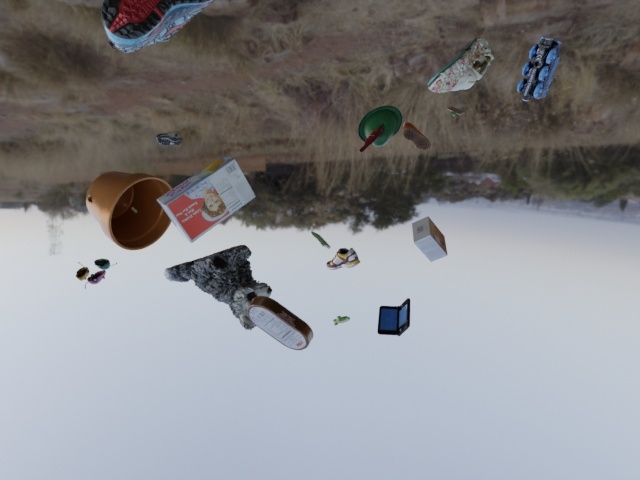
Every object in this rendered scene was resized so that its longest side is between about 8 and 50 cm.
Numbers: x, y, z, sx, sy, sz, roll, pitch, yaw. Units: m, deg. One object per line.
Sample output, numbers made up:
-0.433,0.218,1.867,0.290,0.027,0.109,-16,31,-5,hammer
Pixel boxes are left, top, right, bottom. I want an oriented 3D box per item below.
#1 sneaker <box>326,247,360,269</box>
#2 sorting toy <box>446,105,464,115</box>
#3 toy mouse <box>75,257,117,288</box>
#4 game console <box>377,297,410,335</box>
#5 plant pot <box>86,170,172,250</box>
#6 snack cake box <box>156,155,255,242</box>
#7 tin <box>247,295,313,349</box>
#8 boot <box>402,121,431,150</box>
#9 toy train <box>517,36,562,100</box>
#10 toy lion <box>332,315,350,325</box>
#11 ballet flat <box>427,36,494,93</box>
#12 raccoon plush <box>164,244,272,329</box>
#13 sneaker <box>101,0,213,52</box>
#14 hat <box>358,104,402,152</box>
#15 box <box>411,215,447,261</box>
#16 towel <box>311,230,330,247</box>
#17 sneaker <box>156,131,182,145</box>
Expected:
0.087,0.072,1.725,0.185,0.084,0.069,-12,-166,46,sneaker
0.526,-0.508,1.606,0.062,0.012,0.083,38,-137,22,sorting toy
-0.773,0.110,1.420,0.143,0.031,0.161,-19,-141,-10,toy mouse
0.299,0.306,1.653,0.085,0.124,0.144,21,-135,-8,game console
-0.729,-0.133,1.537,0.203,0.291,0.291,24,-165,22,plant pot
-0.360,-0.136,1.308,0.264,0.152,0.089,-39,-143,-20,snack cake box
-0.106,0.218,1.060,0.189,0.106,0.040,37,-131,-6,tin
0.417,-0.454,1.761,0.158,0.059,0.085,30,-140,-27,boot
0.666,-0.518,1.233,0.105,0.184,0.080,-27,-132,-32,toy train
0.123,0.439,2.257,0.096,0.034,0.100,-7,155,-22,toy lion
0.332,-0.391,0.926,0.241,0.077,0.091,-46,-178,-29,ballet flat
-0.375,0.195,1.573,0.446,0.299,0.216,-12,-171,41,raccoon plush
-0.295,-0.443,0.762,0.262,0.104,0.125,-43,-163,-22,sneaker
0.241,-0.382,1.542,0.208,0.184,0.173,-25,140,10,hat
0.518,-0.006,1.936,0.091,0.130,0.170,-26,129,30,box
0.000,0.000,2.299,0.113,0.023,0.152,46,-174,16,towel
-0.521,-0.348,1.385,0.043,0.040,0.109,41,-160,10,sneaker
